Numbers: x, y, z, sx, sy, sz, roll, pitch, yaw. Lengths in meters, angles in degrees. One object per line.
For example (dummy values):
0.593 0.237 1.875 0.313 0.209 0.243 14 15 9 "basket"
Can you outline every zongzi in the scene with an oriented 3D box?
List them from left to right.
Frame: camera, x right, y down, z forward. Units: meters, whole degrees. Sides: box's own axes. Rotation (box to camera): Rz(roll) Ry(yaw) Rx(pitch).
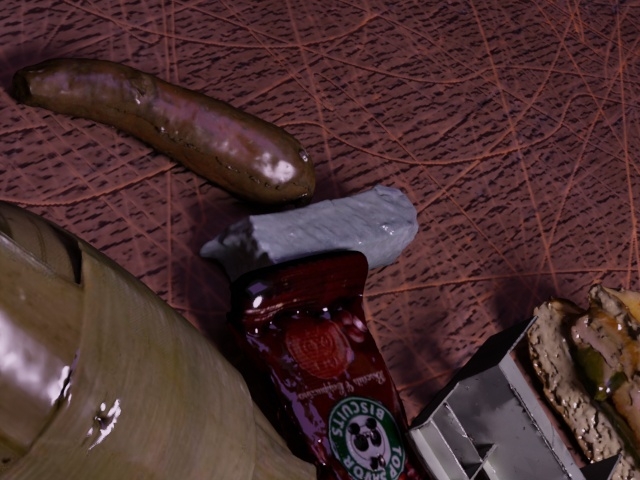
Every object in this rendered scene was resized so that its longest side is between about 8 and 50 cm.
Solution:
-0.167 0.110 0.893 0.447 0.181 0.418 45 -10 -36 "zongzi"

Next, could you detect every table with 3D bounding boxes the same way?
0.163 0.166 1.097 0.146 0.062 0.175 57 35 -4 "table"

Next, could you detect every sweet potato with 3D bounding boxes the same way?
-0.126 -0.100 1.147 0.273 0.075 0.075 23 43 -16 "sweet potato"

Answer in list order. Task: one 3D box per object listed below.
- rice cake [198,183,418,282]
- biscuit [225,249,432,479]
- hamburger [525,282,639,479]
0.000 0.000 1.152 0.206 0.069 0.063 -12 62 -45 "rice cake"
0.014 0.124 1.050 0.151 0.063 0.235 -7 66 -40 "biscuit"
0.293 0.153 1.210 0.262 0.124 0.131 58 25 14 "hamburger"
